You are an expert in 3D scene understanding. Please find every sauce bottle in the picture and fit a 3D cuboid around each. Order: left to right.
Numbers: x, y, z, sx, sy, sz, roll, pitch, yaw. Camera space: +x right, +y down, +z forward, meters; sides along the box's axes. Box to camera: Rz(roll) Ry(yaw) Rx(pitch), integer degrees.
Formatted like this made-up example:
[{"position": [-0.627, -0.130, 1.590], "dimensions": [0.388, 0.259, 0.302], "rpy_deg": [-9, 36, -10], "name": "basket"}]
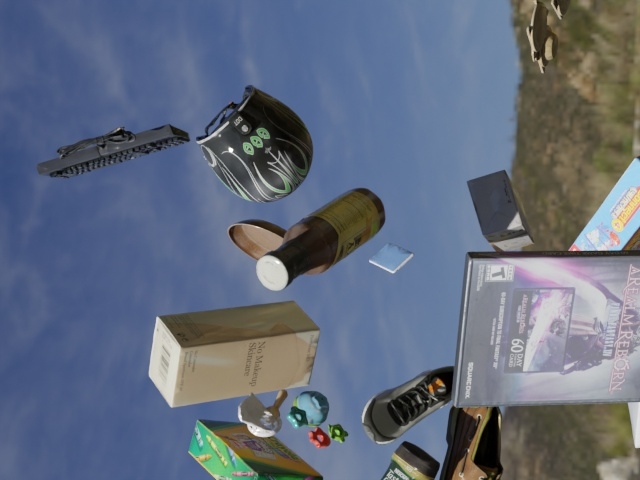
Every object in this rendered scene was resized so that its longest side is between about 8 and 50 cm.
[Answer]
[{"position": [0.000, 0.000, 2.094], "dimensions": [0.344, 0.111, 0.111], "rpy_deg": [-34, -53, -50], "name": "sauce bottle"}]

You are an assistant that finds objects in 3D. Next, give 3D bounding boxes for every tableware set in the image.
[{"position": [0.300, -0.307, 1.454], "dimensions": [0.141, 0.020, 0.169], "rpy_deg": [36, -115, -61], "name": "tableware set"}]

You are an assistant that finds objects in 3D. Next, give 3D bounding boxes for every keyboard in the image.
[{"position": [-0.433, -0.180, 2.248], "dimensions": [0.201, 0.317, 0.033], "rpy_deg": [17, -121, -70], "name": "keyboard"}]

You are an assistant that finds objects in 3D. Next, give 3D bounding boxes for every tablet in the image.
[{"position": [0.129, 0.031, 2.004], "dimensions": [0.054, 0.083, 0.006], "rpy_deg": [-41, -60, -14], "name": "tablet"}]

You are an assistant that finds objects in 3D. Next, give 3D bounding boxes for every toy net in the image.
[{"position": [-0.058, 0.322, 1.944], "dimensions": [0.232, 0.045, 0.122], "rpy_deg": [2, -125, -44], "name": "toy net"}]

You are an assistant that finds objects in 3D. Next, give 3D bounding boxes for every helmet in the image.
[{"position": [-0.089, -0.136, 1.663], "dimensions": [0.161, 0.169, 0.169], "rpy_deg": [45, -143, -18], "name": "helmet"}]

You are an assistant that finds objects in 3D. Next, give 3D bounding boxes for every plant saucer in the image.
[{"position": [-0.112, 0.005, 2.481], "dimensions": [0.036, 0.198, 0.198], "rpy_deg": [-64, -25, -23], "name": "plant saucer"}]

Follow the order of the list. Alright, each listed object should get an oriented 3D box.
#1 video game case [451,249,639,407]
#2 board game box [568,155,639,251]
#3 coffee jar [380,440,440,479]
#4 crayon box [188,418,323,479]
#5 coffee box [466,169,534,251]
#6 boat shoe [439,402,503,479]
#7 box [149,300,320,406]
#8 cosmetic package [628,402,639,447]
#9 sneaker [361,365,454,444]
[{"position": [0.295, 0.103, 1.276], "dimensions": [0.026, 0.274, 0.196], "rpy_deg": [-102, 13, -65], "name": "video game case"}, {"position": [0.674, -0.085, 2.186], "dimensions": [0.302, 0.086, 0.308], "rpy_deg": [-25, -25, -31], "name": "board game box"}, {"position": [0.163, 0.507, 2.257], "dimensions": [0.079, 0.096, 0.184], "rpy_deg": [31, -90, -51], "name": "coffee jar"}, {"position": [-0.139, 0.468, 2.308], "dimensions": [0.165, 0.278, 0.081], "rpy_deg": [12, -82, -35], "name": "crayon box"}, {"position": [0.432, -0.064, 2.635], "dimensions": [0.246, 0.098, 0.141], "rpy_deg": [33, -139, -69], "name": "coffee box"}, {"position": [0.321, 0.485, 2.309], "dimensions": [0.110, 0.104, 0.307], "rpy_deg": [5, -96, -41], "name": "boat shoe"}, {"position": [-0.169, 0.221, 2.188], "dimensions": [0.311, 0.121, 0.148], "rpy_deg": [-6, -60, -30], "name": "box"}, {"position": [0.613, 0.218, 1.764], "dimensions": [0.224, 0.224, 0.138], "rpy_deg": [74, -166, -49], "name": "cosmetic package"}, {"position": [0.193, 0.329, 2.289], "dimensions": [0.271, 0.100, 0.108], "rpy_deg": [-27, -11, -35], "name": "sneaker"}]
